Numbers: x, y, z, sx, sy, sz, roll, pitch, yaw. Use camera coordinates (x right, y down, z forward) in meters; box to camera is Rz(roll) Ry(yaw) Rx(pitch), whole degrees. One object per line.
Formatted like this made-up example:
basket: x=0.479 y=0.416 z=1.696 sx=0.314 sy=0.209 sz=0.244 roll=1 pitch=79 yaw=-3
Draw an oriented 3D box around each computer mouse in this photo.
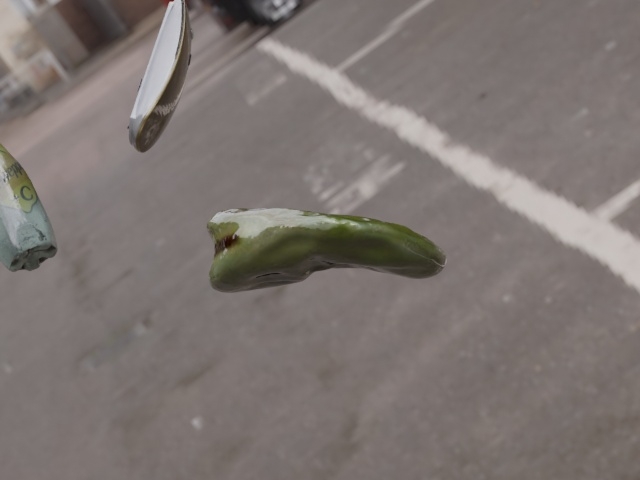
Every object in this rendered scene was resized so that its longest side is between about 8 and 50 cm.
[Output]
computer mouse: x=-0.187 y=-0.200 z=1.960 sx=0.102 sy=0.045 sz=0.199 roll=102 pitch=-176 yaw=-65

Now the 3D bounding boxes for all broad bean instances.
broad bean: x=0.000 y=0.003 z=1.376 sx=0.207 sy=0.072 sz=0.153 roll=-4 pitch=-2 yaw=14

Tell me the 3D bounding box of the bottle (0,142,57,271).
bottle: x=-0.433 y=-0.084 z=2.137 sx=0.083 sy=0.269 sz=0.083 roll=-27 pitch=-20 yaw=-10
